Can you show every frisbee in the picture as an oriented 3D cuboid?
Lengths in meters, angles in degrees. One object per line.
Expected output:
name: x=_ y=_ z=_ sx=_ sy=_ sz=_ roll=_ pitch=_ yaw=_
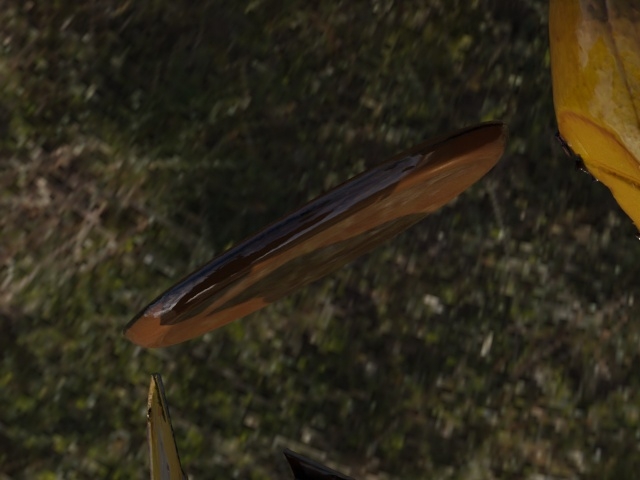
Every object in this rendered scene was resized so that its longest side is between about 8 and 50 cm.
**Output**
frisbee: x=0.000 y=0.000 z=1.093 sx=0.250 sy=0.251 sz=0.021 roll=-31 pitch=83 yaw=26

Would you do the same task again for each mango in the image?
mango: x=0.216 y=-0.077 z=1.078 sx=0.154 sy=0.126 sz=0.252 roll=0 pitch=130 yaw=52

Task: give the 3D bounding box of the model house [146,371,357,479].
model house: x=-0.010 y=0.180 z=0.995 sx=0.135 sy=0.207 sz=0.219 roll=-6 pitch=118 yaw=-10
